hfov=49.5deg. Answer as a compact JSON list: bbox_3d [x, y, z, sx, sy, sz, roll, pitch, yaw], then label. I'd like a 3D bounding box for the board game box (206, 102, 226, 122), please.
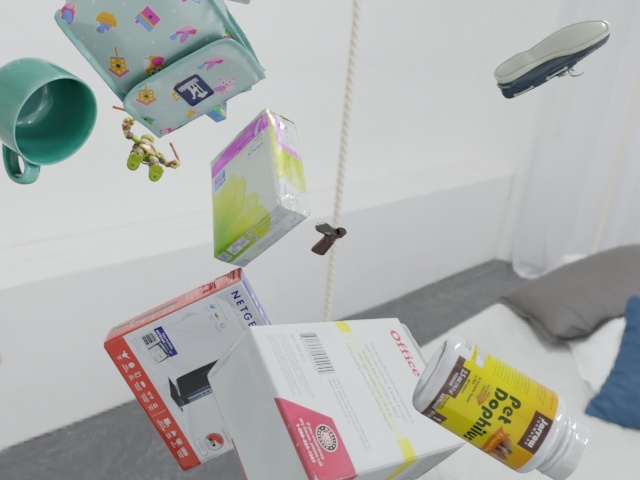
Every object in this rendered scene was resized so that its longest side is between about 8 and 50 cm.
[{"bbox_3d":[-0.296,-0.428,1.757,0.039,0.211,0.160,-14,-24,26],"label":"board game box"}]

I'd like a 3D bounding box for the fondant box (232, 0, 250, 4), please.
[{"bbox_3d":[-0.210,-0.699,1.508,0.238,0.330,0.096,-2,47,-39],"label":"fondant box"}]

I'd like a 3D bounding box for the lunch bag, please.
[{"bbox_3d":[-0.238,-0.309,1.084,0.223,0.262,0.160,-29,28,8],"label":"lunch bag"}]

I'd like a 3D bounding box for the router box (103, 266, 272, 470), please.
[{"bbox_3d":[-0.224,0.266,1.424,0.301,0.335,0.082,-26,19,2],"label":"router box"}]

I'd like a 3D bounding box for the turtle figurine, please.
[{"bbox_3d":[-0.530,-0.271,2.062,0.269,0.087,0.217,45,17,-31],"label":"turtle figurine"}]

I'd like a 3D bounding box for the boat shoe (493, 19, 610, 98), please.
[{"bbox_3d":[0.508,-0.389,1.510,0.254,0.079,0.095,-28,39,15],"label":"boat shoe"}]

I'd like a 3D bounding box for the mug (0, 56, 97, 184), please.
[{"bbox_3d":[-0.392,-0.170,0.933,0.097,0.129,0.158,34,73,24],"label":"mug"}]

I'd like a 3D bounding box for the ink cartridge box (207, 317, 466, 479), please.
[{"bbox_3d":[0.037,0.297,1.220,0.384,0.160,0.279,3,48,-43],"label":"ink cartridge box"}]

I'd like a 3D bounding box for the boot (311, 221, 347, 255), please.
[{"bbox_3d":[0.000,0.000,1.860,0.106,0.114,0.037,13,51,-35],"label":"boot"}]

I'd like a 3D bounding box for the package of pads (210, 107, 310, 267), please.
[{"bbox_3d":[-0.136,-0.118,1.509,0.101,0.229,0.296,25,41,-37],"label":"package of pads"}]

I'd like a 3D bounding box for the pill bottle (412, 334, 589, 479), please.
[{"bbox_3d":[0.239,0.226,0.922,0.215,0.117,0.117,30,24,5],"label":"pill bottle"}]
